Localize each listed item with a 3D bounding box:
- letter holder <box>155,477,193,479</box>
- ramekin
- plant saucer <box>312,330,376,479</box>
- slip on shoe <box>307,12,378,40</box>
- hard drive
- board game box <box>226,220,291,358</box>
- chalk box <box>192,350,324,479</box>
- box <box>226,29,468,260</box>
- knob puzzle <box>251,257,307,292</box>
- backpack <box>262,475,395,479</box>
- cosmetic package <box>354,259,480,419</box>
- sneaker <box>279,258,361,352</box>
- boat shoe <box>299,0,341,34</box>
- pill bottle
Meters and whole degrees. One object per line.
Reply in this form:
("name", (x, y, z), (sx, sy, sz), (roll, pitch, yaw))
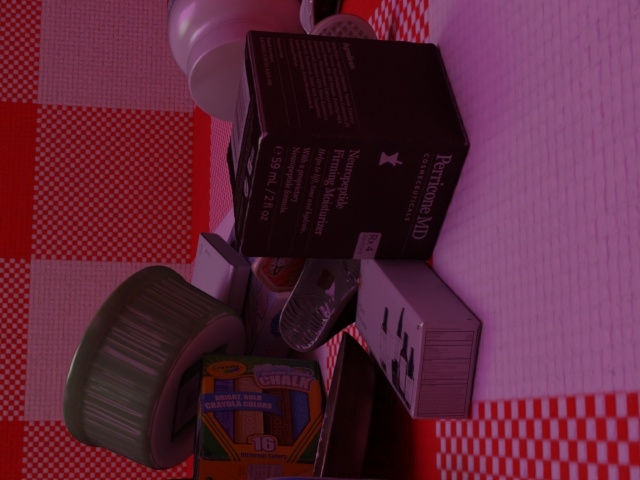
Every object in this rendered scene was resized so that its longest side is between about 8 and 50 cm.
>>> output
("letter holder", (-0.190, 0.498, 1.787), (0.152, 0.301, 0.214), (114, 155, -61))
("ramekin", (-0.244, 0.205, 1.748), (0.303, 0.148, 0.303), (-51, -26, -37))
("plant saucer", (0.019, 0.262, 1.312), (0.310, 0.050, 0.311), (12, -90, -90))
("slip on shoe", (0.006, -0.152, 1.440), (0.331, 0.123, 0.101), (97, 171, -45))
("hard drive", (-0.194, 0.161, 1.965), (0.203, 0.040, 0.308), (-142, 60, -63))
("board game box", (-0.104, 0.076, 1.924), (0.318, 0.065, 0.319), (116, 155, -44))
("chalk box", (-0.095, 0.285, 1.654), (0.289, 0.179, 0.180), (-95, 12, -57))
("box", (0.018, -0.095, 1.150), (0.167, 0.203, 0.168), (-100, 17, -44))
("knob puzzle", (0.000, 0.000, 1.337), (0.030, 0.213, 0.213), (44, 143, 24))
("backpack", (-0.003, 0.330, 1.036), (0.276, 0.263, 0.213), (107, 161, -54))
("cosmetic package", (0.089, 0.084, 1.129), (0.239, 0.060, 0.099), (-125, 40, -70))
("sneaker", (0.040, 0.028, 1.330), (0.083, 0.118, 0.222), (44, 119, 15))
("boat shoe", (0.006, -0.361, 1.595), (0.184, 0.066, 0.063), (106, 147, -42))
("pill bottle", (-0.142, -0.394, 1.884), (0.229, 0.229, 0.408), (105, 162, -46))
